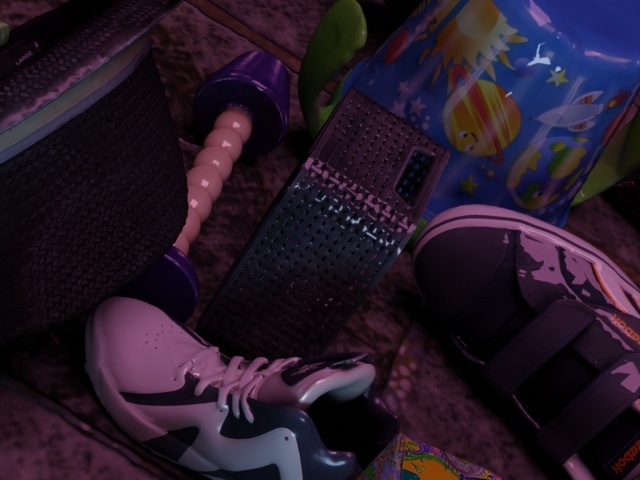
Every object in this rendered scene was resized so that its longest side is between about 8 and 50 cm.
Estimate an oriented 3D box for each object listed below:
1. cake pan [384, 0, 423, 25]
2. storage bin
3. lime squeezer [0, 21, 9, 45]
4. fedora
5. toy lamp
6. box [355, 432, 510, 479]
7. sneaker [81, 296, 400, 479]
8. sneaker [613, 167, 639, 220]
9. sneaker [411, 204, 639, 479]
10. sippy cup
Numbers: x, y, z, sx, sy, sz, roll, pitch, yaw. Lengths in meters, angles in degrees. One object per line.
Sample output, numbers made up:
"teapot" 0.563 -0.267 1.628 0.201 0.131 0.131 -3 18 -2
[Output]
"cake pan" 0.177 -0.235 1.293 0.293 0.293 0.054 24 62 -14
"storage bin" 0.000 0.000 0.995 0.084 0.180 0.122 32 39 -3
"lime squeezer" -0.345 -0.161 0.872 0.310 0.059 0.110 5 9 -17
"fedora" -0.178 -0.035 0.885 0.153 0.334 0.334 61 36 -17
"toy lamp" -0.080 -0.050 1.070 0.080 0.080 0.275 29 41 -8
"box" 0.110 0.307 0.773 0.279 0.177 0.290 25 40 -12
"sneaker" -0.036 0.091 0.902 0.235 0.153 0.094 48 39 14
"sneaker" 0.353 -0.002 1.338 0.083 0.118 0.222 -19 93 -45
"sneaker" 0.202 0.099 1.083 0.321 0.126 0.127 34 34 -5
"sippy cup" 0.152 -0.128 1.196 0.240 0.224 0.305 46 41 13
